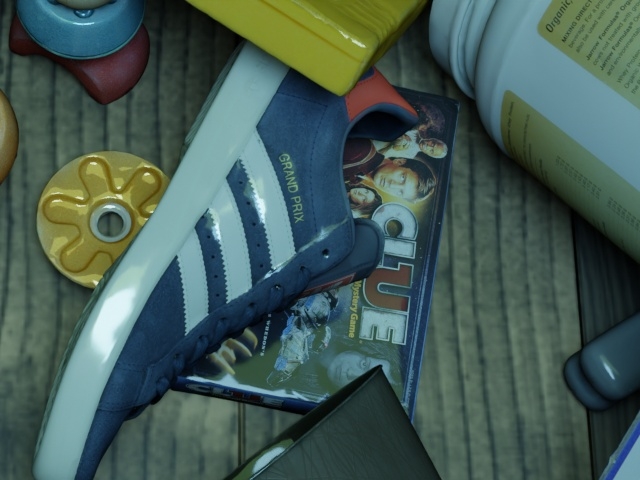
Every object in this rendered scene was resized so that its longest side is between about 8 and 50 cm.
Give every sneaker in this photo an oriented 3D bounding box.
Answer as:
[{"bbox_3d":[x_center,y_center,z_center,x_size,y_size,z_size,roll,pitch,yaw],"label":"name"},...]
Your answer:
[{"bbox_3d":[-0.049,0.021,0.931,0.148,0.131,0.350,31,75,-9],"label":"sneaker"}]

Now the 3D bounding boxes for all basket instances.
[{"bbox_3d":[0.028,0.224,0.894,0.204,0.154,0.227,-37,89,-24],"label":"basket"}]

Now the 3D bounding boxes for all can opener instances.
[{"bbox_3d":[0.313,0.054,1.053,0.283,0.076,0.095,-30,79,-16],"label":"can opener"}]

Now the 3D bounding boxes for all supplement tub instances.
[{"bbox_3d":[0.246,-0.103,0.974,0.228,0.228,0.316,-36,59,-18],"label":"supplement tub"}]

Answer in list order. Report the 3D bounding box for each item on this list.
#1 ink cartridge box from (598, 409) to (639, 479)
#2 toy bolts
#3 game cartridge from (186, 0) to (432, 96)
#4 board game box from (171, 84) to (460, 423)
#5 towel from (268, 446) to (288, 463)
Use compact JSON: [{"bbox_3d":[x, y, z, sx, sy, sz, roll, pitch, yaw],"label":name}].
[{"bbox_3d":[0.323,0.161,0.917,0.307,0.304,0.072,19,34,-3],"label":"ink cartridge box"},{"bbox_3d":[-0.169,-0.096,0.972,0.218,0.158,0.228,25,70,-1],"label":"toy bolts"},{"bbox_3d":[-0.052,-0.230,0.987,0.285,0.053,0.324,33,26,1],"label":"game cartridge"},{"bbox_3d":[0.000,0.000,1.032,0.165,0.042,0.243,12,71,-6],"label":"board game box"},{"bbox_3d":[-0.021,0.213,0.975,0.113,0.023,0.152,44,69,3],"label":"towel"}]
